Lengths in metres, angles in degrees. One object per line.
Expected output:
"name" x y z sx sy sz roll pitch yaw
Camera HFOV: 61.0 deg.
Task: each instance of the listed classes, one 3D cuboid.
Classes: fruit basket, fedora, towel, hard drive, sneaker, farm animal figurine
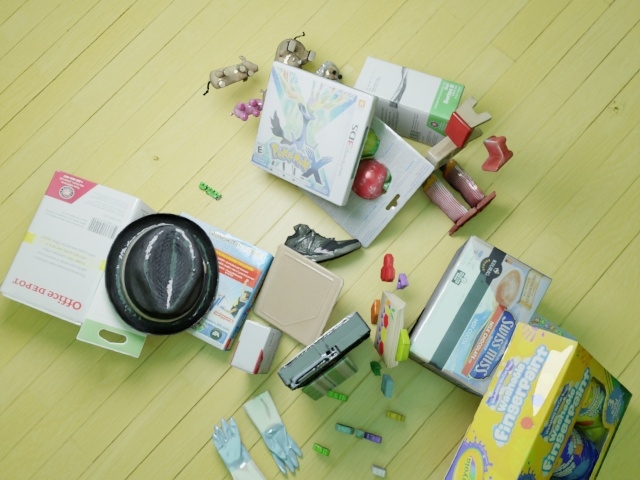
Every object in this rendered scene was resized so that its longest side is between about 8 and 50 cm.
"fruit basket" 0.097 -0.206 1.547 0.353 0.165 0.327 40 121 4
"fedora" -0.404 0.080 1.419 0.334 0.152 0.334 4 79 -21
"towel" 0.025 0.377 1.486 0.152 0.113 0.023 -35 54 -2
"hard drive" 0.019 0.284 1.387 0.237 0.339 0.064 -37 78 -3
"sneaker" 0.000 0.000 1.578 0.228 0.087 0.130 -12 84 7
"farm animal figurine" -0.143 -0.474 1.630 0.330 0.172 0.326 35 89 -28

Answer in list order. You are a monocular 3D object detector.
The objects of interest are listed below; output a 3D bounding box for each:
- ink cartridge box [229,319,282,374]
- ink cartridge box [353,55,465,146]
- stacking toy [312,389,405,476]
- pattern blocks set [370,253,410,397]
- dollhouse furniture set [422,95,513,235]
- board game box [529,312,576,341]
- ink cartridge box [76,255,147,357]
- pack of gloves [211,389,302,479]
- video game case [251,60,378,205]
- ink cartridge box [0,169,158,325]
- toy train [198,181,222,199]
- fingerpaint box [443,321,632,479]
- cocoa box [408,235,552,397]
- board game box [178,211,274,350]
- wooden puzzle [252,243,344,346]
"ink cartridge box" -0.171 0.294 1.483 0.072 0.175 0.127 18 79 10
"ink cartridge box" 0.248 -0.398 1.582 0.289 0.211 0.121 20 81 8
"stacking toy" 0.102 0.524 1.480 0.221 0.052 0.167 16 78 9
"pattern blocks set" 0.183 0.227 1.427 0.026 0.285 0.324 5 112 -11
"dollhouse furniture set" 0.372 -0.180 1.447 0.152 0.374 0.201 -38 76 -9
"board game box" 0.576 0.313 1.493 0.160 0.039 0.211 33 81 11
"ink cartridge box" -0.530 0.177 1.473 0.171 0.056 0.235 23 80 -18
"pack of gloves" -0.175 0.567 1.502 0.195 0.046 0.232 -28 80 -14
"video game case" -0.029 -0.291 1.468 0.329 0.036 0.300 28 115 26
"ink cartridge box" -0.696 0.029 1.585 0.279 0.160 0.384 20 79 7
"toy train" -0.340 -0.152 1.672 0.083 0.017 0.023 35 92 10
"fingerpaint box" 0.527 0.478 1.292 0.163 0.371 0.444 17 74 53
"cocoa box" 0.398 0.204 1.430 0.228 0.231 0.347 31 82 9
"board game box" -0.334 0.117 1.578 0.308 0.086 0.302 25 81 9
"wooden puzzle" -0.063 0.155 1.520 0.239 0.044 0.221 30 103 27
